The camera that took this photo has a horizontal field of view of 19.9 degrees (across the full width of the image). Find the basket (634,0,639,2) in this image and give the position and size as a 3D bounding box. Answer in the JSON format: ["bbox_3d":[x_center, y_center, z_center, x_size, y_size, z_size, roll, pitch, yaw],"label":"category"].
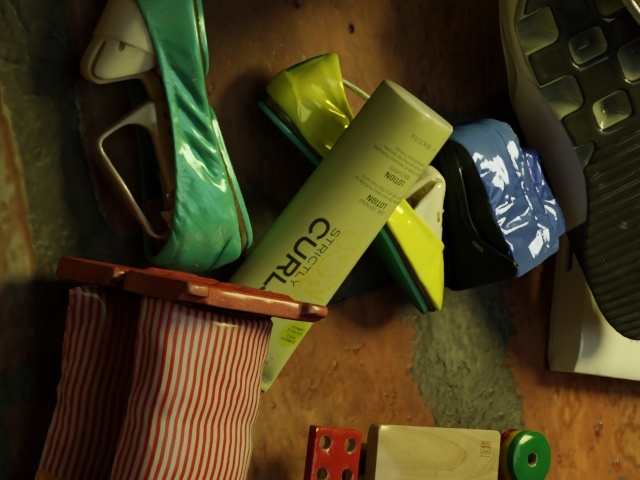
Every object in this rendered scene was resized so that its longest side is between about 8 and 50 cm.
[{"bbox_3d":[0.123,-0.359,1.224,0.328,0.331,0.266,34,86,-37],"label":"basket"}]

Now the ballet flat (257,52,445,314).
[{"bbox_3d":[0.046,-0.044,1.347,0.077,0.077,0.231,-39,116,-3],"label":"ballet flat"}]

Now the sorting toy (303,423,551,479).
[{"bbox_3d":[0.066,0.207,1.394,0.274,0.046,0.132,8,86,-42],"label":"sorting toy"}]

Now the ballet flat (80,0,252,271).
[{"bbox_3d":[-0.112,-0.095,1.216,0.087,0.083,0.247,-17,100,-26],"label":"ballet flat"}]

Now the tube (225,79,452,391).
[{"bbox_3d":[0.000,0.000,1.282,0.070,0.062,0.240,38,100,2],"label":"tube"}]

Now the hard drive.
[{"bbox_3d":[0.325,0.029,1.625,0.307,0.040,0.203,10,84,-41],"label":"hard drive"}]

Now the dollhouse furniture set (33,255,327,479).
[{"bbox_3d":[-0.196,0.106,1.080,0.374,0.152,0.201,9,90,-41],"label":"dollhouse furniture set"}]

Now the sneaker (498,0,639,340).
[{"bbox_3d":[0.225,-0.082,1.467,0.122,0.146,0.330,-21,110,-7],"label":"sneaker"}]

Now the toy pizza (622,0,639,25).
[{"bbox_3d":[0.260,-0.228,1.405,0.201,0.032,0.201,37,40,-38],"label":"toy pizza"}]

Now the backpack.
[{"bbox_3d":[0.124,-0.034,1.414,0.101,0.098,0.120,-33,99,-40],"label":"backpack"}]
